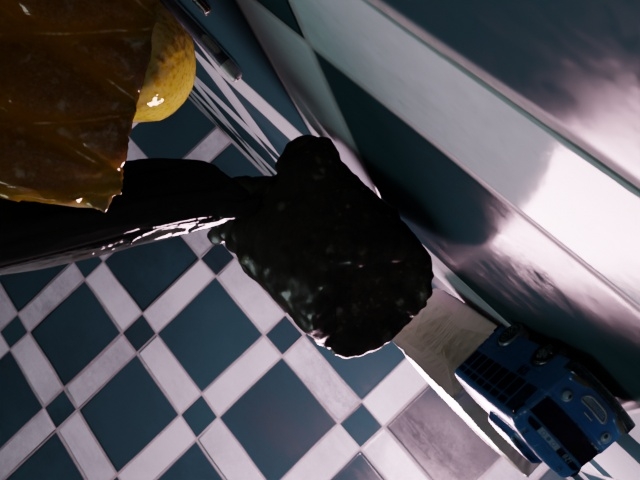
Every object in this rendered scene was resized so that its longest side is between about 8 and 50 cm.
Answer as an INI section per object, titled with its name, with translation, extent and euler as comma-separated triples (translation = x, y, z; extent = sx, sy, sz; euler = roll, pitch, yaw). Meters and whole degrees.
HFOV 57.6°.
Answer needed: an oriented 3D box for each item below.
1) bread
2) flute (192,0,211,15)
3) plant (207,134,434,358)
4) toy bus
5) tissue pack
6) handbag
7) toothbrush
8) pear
[bread]
translation = -0.289, -0.192, 0.502
extent = 0.279, 0.279, 0.207
euler = 7, -165, -26
[flute]
translation = -0.222, -0.363, 0.659
extent = 0.269, 0.014, 0.014
euler = 46, 178, -11
[plant]
translation = 0.000, 0.000, 0.725
extent = 0.276, 0.199, 0.188
euler = 47, -175, 41
[toy bus]
translation = 0.221, 0.161, 0.607
extent = 0.090, 0.106, 0.185
euler = 49, 178, -5
[tissue pack]
translation = 0.235, 0.202, 0.852
extent = 0.225, 0.124, 0.185
euler = 47, 178, -29
[handbag]
translation = -0.239, -0.033, 0.623
extent = 0.192, 0.332, 0.075
euler = 27, 124, 54
[toothbrush]
translation = -0.218, -0.345, 0.856
extent = 0.288, 0.024, 0.026
euler = 47, 164, -3
[pear]
translation = -0.329, -0.293, 0.932
extent = 0.271, 0.271, 0.271
euler = 46, 178, 2
